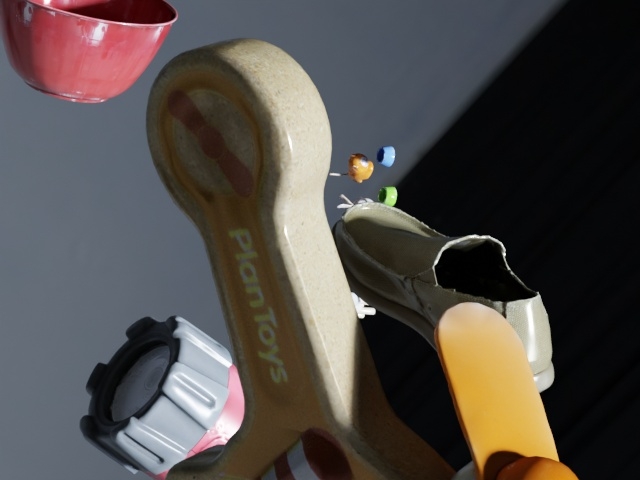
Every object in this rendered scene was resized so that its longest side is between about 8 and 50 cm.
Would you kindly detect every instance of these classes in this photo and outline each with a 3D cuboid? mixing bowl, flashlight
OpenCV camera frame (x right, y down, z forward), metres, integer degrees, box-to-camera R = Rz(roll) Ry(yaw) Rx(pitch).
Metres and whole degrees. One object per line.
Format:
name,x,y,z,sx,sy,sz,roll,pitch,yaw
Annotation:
mixing bowl,-0.238,-0.194,1.882,0.181,0.098,0.181,14,18,-5
flashlight,-0.022,0.167,1.312,0.304,0.103,0.103,38,-29,-31

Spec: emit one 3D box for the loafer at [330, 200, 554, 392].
loafer,0.059,0.016,0.888,0.056,0.050,0.148,-11,34,-37

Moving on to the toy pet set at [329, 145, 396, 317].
toy pet set,0.000,0.000,1.416,0.065,0.114,0.122,8,70,-29

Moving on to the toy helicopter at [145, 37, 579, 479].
toy helicopter,0.013,0.085,0.827,0.140,0.235,0.355,-25,102,-44
